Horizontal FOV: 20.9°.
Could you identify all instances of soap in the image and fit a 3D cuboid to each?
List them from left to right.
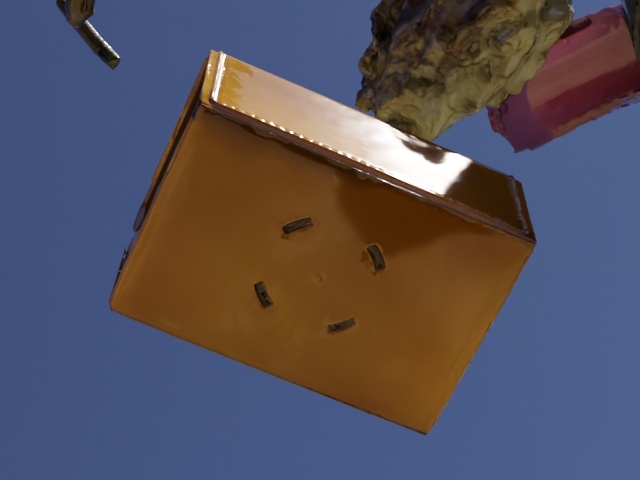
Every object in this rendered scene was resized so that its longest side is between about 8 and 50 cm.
[{"bbox_3d":[0.306,-0.189,1.855,0.289,0.112,0.182,-23,0,40],"label":"soap"}]

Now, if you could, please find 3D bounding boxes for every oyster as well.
[{"bbox_3d":[0.152,-0.244,1.727,0.107,0.201,0.354,-20,-51,-74],"label":"oyster"}]

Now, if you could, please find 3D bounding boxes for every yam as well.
[{"bbox_3d":[-0.189,-0.169,1.412,0.014,0.107,0.014,-22,-44,-23],"label":"yam"}]

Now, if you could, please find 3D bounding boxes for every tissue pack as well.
[{"bbox_3d":[0.000,0.000,1.360,0.274,0.145,0.194,23,-67,-9],"label":"tissue pack"}]

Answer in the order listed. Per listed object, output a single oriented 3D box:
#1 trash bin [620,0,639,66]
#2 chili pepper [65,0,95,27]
[{"bbox_3d":[0.371,-0.259,1.573,0.217,0.262,0.277,-10,-58,7],"label":"trash bin"},{"bbox_3d":[-0.028,-0.264,0.882,0.338,0.131,0.134,-59,-37,-13],"label":"chili pepper"}]
